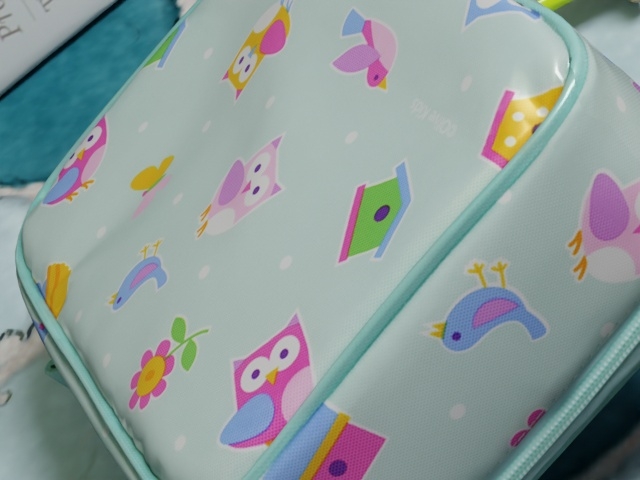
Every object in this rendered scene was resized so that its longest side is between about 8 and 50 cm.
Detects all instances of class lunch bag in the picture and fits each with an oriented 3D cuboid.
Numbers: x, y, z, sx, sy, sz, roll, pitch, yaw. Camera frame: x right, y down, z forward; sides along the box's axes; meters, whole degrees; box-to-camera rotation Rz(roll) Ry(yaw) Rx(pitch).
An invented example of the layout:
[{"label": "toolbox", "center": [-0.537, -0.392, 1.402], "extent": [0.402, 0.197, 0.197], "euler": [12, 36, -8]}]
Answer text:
[{"label": "lunch bag", "center": [0.000, 0.000, 0.657], "extent": [0.224, 0.108, 0.279], "euler": [-52, 29, 4]}]

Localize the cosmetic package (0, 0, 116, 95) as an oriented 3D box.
[{"label": "cosmetic package", "center": [-0.192, -0.353, 1.007], "extent": [0.393, 0.329, 0.327], "euler": [-41, 42, -15]}]

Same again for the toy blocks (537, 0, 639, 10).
[{"label": "toy blocks", "center": [0.138, -0.160, 0.831], "extent": [0.148, 0.054, 0.123], "euler": [-29, 39, -1]}]
